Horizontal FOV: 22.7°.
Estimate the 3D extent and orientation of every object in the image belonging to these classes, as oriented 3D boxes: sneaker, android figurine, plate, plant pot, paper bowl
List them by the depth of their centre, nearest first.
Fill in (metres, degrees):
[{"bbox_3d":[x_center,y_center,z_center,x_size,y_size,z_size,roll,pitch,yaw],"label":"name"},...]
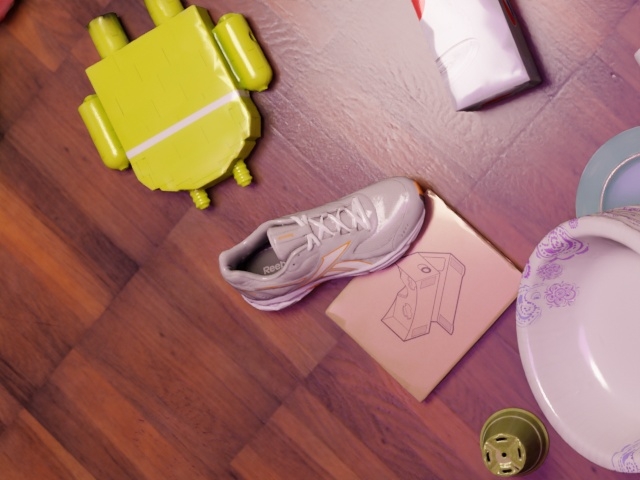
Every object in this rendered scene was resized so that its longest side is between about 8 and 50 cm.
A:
[{"bbox_3d":[0.358,0.101,1.746,0.284,0.148,0.284,23,120,49],"label":"paper bowl"},{"bbox_3d":[0.385,-0.040,1.829,0.188,0.024,0.188,1,94,16],"label":"plate"},{"bbox_3d":[0.221,0.244,1.869,0.083,0.079,0.083,1,95,15],"label":"plant pot"},{"bbox_3d":[0.000,0.000,1.881,0.262,0.121,0.099,-30,66,15],"label":"sneaker"},{"bbox_3d":[-0.177,-0.173,1.962,0.248,0.056,0.273,-30,85,16],"label":"android figurine"}]

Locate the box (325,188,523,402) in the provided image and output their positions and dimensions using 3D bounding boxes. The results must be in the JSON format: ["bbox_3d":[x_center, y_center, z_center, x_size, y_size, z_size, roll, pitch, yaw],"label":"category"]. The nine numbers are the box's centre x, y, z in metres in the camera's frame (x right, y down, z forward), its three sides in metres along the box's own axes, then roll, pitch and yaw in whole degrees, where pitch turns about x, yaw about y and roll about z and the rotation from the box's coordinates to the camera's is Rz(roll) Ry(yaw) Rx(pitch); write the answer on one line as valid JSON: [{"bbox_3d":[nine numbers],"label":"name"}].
[{"bbox_3d":[0.126,0.066,1.913,0.164,0.021,0.201,43,105,9],"label":"box"}]

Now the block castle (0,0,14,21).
[{"bbox_3d":[-0.577,-0.172,2.003,0.303,0.213,0.453,20,93,25],"label":"block castle"}]

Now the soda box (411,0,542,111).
[{"bbox_3d":[0.154,-0.295,1.840,0.098,0.091,0.286,-22,88,17],"label":"soda box"}]

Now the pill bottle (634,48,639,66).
[{"bbox_3d":[0.485,-0.099,1.711,0.188,0.188,0.334,-33,86,16],"label":"pill bottle"}]
